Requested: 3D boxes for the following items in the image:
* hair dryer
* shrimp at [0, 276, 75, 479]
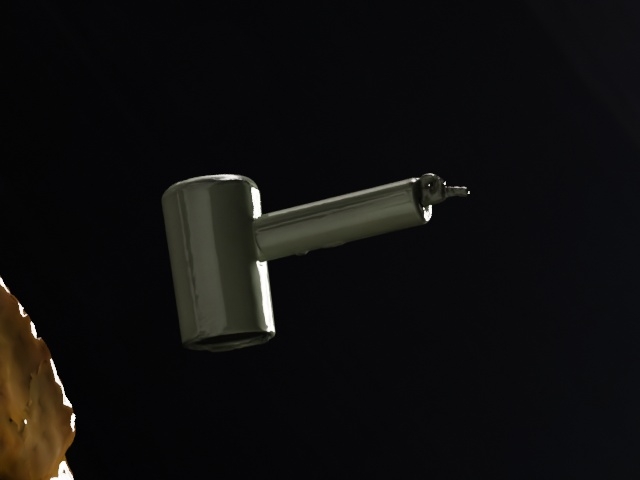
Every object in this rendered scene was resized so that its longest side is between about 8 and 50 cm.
[{"bbox_3d":[0.000,0.000,0.728,0.124,0.063,0.038,-13,168,26],"label":"hair dryer"},{"bbox_3d":[-0.094,0.076,0.348,0.145,0.267,0.061,-43,-151,-13],"label":"shrimp"}]
